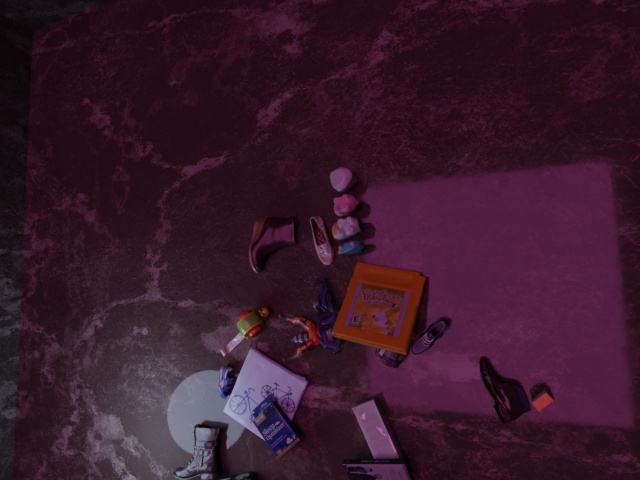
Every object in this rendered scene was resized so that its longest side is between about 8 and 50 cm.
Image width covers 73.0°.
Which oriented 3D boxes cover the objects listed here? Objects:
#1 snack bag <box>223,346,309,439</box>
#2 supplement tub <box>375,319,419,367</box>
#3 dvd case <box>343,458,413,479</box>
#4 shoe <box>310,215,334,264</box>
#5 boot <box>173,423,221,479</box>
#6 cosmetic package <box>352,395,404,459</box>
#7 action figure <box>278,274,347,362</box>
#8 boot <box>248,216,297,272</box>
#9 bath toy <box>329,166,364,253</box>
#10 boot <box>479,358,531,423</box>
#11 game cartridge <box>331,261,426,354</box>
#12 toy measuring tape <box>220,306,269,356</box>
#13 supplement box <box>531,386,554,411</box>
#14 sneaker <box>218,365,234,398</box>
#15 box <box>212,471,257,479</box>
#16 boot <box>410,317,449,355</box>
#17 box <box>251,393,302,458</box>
[{"bbox_3d":[-0.242,0.674,1.877,0.323,0.037,0.342,24,95,23],"label":"snack bag"},{"bbox_3d":[0.295,0.373,1.636,0.106,0.106,0.197,31,97,23],"label":"supplement tub"},{"bbox_3d":[0.223,0.888,1.615,0.239,0.029,0.179,-12,112,21],"label":"dvd case"},{"bbox_3d":[0.000,0.000,1.820,0.077,0.058,0.219,-20,78,21],"label":"shoe"},{"bbox_3d":[-0.557,0.959,1.971,0.263,0.091,0.228,-11,75,18],"label":"boot"},{"bbox_3d":[0.221,0.734,1.658,0.099,0.060,0.239,-29,75,18],"label":"cosmetic package"},{"bbox_3d":[0.001,0.327,1.769,0.330,0.178,0.341,-13,55,15],"label":"action figure"},{"bbox_3d":[-0.204,0.017,1.889,0.207,0.090,0.248,-2,81,25],"label":"boot"},{"bbox_3d":[0.108,-0.121,1.751,0.151,0.129,0.348,-12,80,41],"label":"bath toy"},{"bbox_3d":[0.639,0.510,1.506,0.106,0.082,0.219,-17,73,-1],"label":"boot"},{"bbox_3d":[0.224,0.242,1.625,0.285,0.052,0.323,8,59,24],"label":"game cartridge"},{"bbox_3d":[-0.350,0.406,1.906,0.330,0.121,0.121,-43,71,14],"label":"toy measuring tape"},{"bbox_3d":[0.737,0.527,1.434,0.062,0.098,0.036,-47,66,14],"label":"supplement box"},{"bbox_3d":[-0.422,0.639,1.949,0.059,0.053,0.144,-1,86,21],"label":"sneaker"},{"bbox_3d":[-0.396,1.223,1.825,0.318,0.097,0.394,-15,80,5],"label":"box"},{"bbox_3d":[0.396,0.358,1.602,0.069,0.086,0.190,43,102,20],"label":"boot"},{"bbox_3d":[-0.193,0.777,1.812,0.136,0.036,0.225,-46,70,13],"label":"box"}]
